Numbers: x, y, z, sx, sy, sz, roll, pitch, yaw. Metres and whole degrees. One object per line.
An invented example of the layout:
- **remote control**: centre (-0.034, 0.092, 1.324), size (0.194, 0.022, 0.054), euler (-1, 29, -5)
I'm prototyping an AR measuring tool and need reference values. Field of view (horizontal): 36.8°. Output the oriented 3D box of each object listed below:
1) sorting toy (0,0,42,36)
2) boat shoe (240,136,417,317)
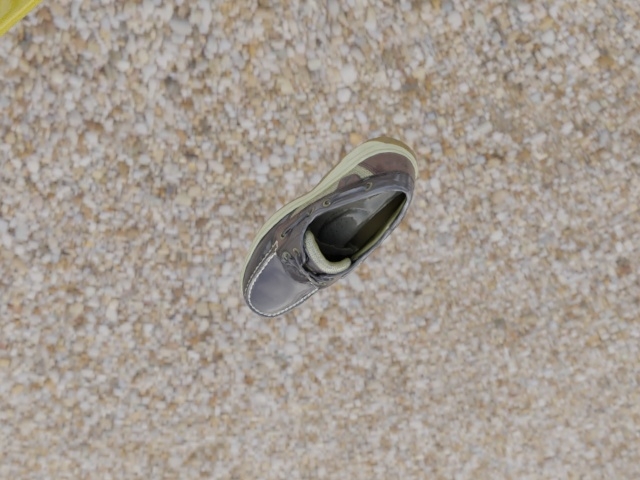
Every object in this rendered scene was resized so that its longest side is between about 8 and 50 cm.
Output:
- **sorting toy**: centre (-0.174, -0.231, 0.464), size (0.132, 0.274, 0.046), euler (-20, 167, -2)
- **boat shoe**: centre (0.000, 0.000, 0.587), size (0.056, 0.049, 0.152), euler (32, 120, -18)
